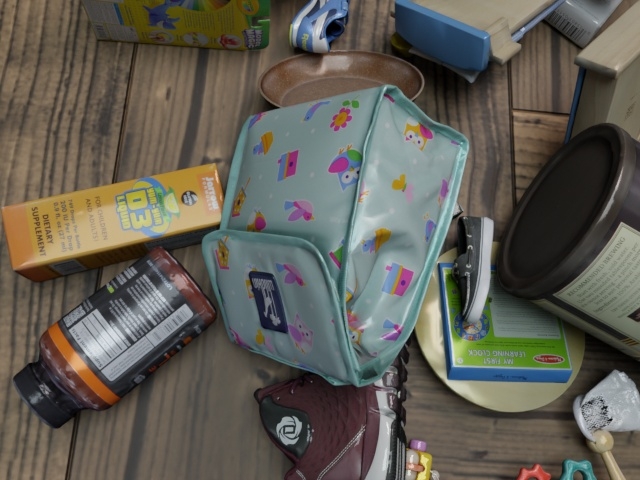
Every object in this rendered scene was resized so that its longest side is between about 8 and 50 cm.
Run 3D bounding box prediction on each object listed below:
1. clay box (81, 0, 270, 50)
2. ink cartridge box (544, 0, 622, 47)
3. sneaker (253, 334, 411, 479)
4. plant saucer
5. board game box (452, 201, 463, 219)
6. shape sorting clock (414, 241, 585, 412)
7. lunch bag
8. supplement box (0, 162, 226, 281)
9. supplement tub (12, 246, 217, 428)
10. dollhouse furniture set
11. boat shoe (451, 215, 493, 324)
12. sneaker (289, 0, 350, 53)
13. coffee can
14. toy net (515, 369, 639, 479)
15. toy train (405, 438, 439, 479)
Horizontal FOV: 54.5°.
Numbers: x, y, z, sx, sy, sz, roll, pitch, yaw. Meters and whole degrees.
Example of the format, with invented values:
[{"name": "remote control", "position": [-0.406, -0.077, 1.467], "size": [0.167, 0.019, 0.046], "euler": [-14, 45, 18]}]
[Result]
[{"name": "clay box", "position": [-0.172, -0.292, 0.758], "size": [0.222, 0.127, 0.053], "euler": [2, 74, -6]}, {"name": "ink cartridge box", "position": [0.370, -0.408, 0.892], "size": [0.181, 0.056, 0.224], "euler": [40, 69, 6]}, {"name": "sneaker", "position": [0.010, 0.132, 0.671], "size": [0.163, 0.106, 0.281], "euler": [-3, 57, 16]}, {"name": "plant saucer", "position": [0.024, -0.179, 0.753], "size": [0.199, 0.036, 0.198], "euler": [-1, 38, 1]}, {"name": "board game box", "position": [0.079, -0.088, 0.777], "size": [0.126, 0.026, 0.186], "euler": [-25, 78, -12]}, {"name": "shape sorting clock", "position": [0.209, 0.097, 0.729], "size": [0.206, 0.040, 0.206], "euler": [4, 61, -7]}, {"name": "lunch bag", "position": [0.000, 0.000, 0.624], "size": [0.160, 0.223, 0.262], "euler": [23, 78, -39]}, {"name": "supplement box", "position": [-0.221, -0.021, 0.700], "size": [0.233, 0.080, 0.078], "euler": [-14, 78, -12]}, {"name": "supplement tub", "position": [-0.214, 0.103, 0.651], "size": [0.198, 0.106, 0.106], "euler": [-39, 81, -14]}, {"name": "dollhouse furniture set", "position": [0.286, -0.252, 0.813], "size": [0.286, 0.198, 0.303], "euler": [-40, 56, -22]}, {"name": "boat shoe", "position": [0.170, 0.031, 0.711], "size": [0.040, 0.049, 0.142], "euler": [13, 54, 5]}, {"name": "sneaker", "position": [0.017, -0.301, 0.814], "size": [0.059, 0.053, 0.144], "euler": [27, 76, 17]}, {"name": "coffee can", "position": [0.362, 0.030, 0.664], "size": [0.275, 0.201, 0.201], "euler": [28, 73, -6]}, {"name": "toy net", "position": [0.283, 0.249, 0.694], "size": [0.122, 0.045, 0.232], "euler": [25, 71, 3]}, {"name": "toy train", "position": [0.087, 0.283, 0.660], "size": [0.166, 0.046, 0.125], "euler": [-12, 75, -10]}]
